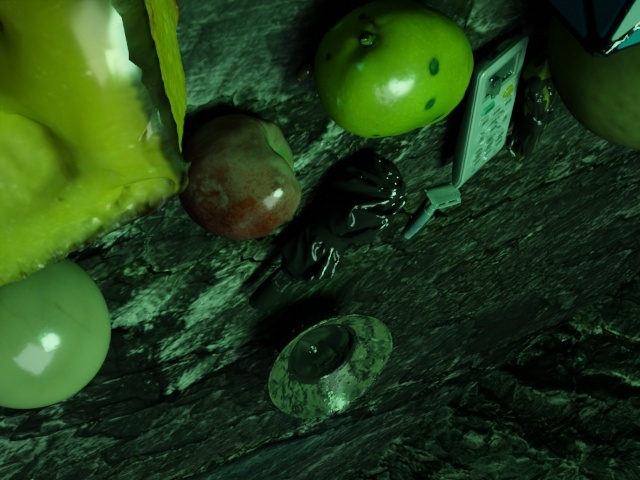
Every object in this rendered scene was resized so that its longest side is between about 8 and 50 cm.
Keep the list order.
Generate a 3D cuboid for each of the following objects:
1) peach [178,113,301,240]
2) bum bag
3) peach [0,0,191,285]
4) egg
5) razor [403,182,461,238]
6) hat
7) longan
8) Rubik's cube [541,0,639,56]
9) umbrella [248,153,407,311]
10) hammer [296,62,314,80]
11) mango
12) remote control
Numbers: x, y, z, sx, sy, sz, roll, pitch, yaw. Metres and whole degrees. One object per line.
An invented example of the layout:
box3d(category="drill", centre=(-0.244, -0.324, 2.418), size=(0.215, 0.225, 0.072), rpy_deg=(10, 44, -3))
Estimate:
box3d(category="peach", centre=(-0.099, -0.070, 1.230), size=(0.152, 0.152, 0.152), rpy_deg=(-27, 156, -13))
box3d(category="bum bag", centre=(0.325, -0.211, 1.554), size=(0.232, 0.060, 0.107), rpy_deg=(85, 27, -65))
box3d(category="peach", centre=(-0.255, -0.132, 0.783), size=(0.380, 0.243, 0.306), rpy_deg=(-26, 139, 20))
box3d(category="egg", centre=(-0.338, 0.102, 1.194), size=(0.186, 0.186, 0.242), rpy_deg=(-34, 158, 3))
box3d(category="razor", centre=(0.178, -0.042, 1.759), size=(0.068, 0.040, 0.135), rpy_deg=(-15, 156, -34))
box3d(category="hat", centre=(-0.007, 0.189, 1.861), size=(0.265, 0.128, 0.266), rpy_deg=(-22, 140, -20))
box3d(category="longan", centre=(0.442, -0.259, 1.333), size=(0.318, 0.319, 0.319), rpy_deg=(-27, 156, -13))
box3d(category="Rubik's cube", centre=(0.336, -0.373, 1.038), size=(0.250, 0.248, 0.246), rpy_deg=(-22, 156, -24))
box3d(category="umbrella", centre=(0.000, 0.000, 1.544), size=(0.118, 0.118, 0.340), rpy_deg=(-2, 146, -50))
box3d(category="hammer", centre=(0.017, -0.203, 1.263), size=(0.123, 0.014, 0.029), rpy_deg=(-5, 154, -49))
box3d(category="mango", centre=(0.097, -0.197, 1.227), size=(0.175, 0.143, 0.293), rpy_deg=(-39, 165, 19))
box3d(category="remote control", centre=(0.241, -0.187, 1.527), size=(0.103, 0.051, 0.293), rpy_deg=(-42, 160, -21))
